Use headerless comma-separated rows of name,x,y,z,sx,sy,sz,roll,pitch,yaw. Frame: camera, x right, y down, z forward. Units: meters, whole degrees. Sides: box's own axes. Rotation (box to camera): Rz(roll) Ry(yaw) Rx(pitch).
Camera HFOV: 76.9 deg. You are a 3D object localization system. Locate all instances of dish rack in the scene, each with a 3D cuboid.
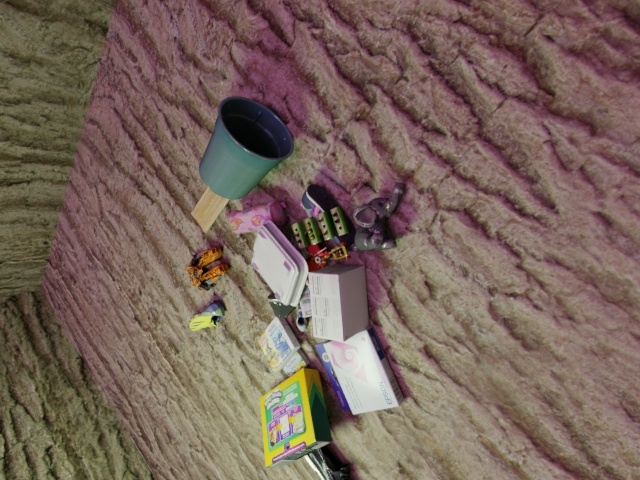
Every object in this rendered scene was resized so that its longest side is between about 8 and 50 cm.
dish rack,-0.194,0.105,1.729,0.333,0.072,0.285,48,138,30

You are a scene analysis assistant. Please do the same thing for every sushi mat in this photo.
sushi mat,-0.561,-0.192,2.081,0.316,0.019,0.151,-47,71,30

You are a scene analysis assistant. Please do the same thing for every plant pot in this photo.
plant pot,-0.343,-0.370,1.737,0.334,0.341,0.341,-44,73,40

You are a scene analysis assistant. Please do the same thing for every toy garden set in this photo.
toy garden set,0.000,0.000,1.584,0.244,0.049,0.203,-20,88,34

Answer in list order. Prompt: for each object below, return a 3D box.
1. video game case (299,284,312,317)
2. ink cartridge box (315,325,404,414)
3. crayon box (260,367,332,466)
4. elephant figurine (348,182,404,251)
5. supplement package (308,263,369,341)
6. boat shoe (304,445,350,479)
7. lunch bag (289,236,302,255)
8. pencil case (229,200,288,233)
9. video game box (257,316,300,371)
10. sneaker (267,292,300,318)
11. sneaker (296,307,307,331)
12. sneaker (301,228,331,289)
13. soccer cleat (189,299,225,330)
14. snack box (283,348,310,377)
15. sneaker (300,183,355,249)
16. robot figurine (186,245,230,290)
video game case,-0.014,0.249,1.745,0.157,0.019,0.143,-13,90,8
ink cartridge box,0.143,0.562,1.705,0.330,0.071,0.324,-28,82,33
crayon box,-0.124,0.801,1.821,0.363,0.106,0.313,-43,42,31
elephant figurine,0.208,-0.084,1.518,0.169,0.186,0.239,155,112,-77
supplement package,0.078,0.239,1.608,0.145,0.204,0.261,1,98,36
boat shoe,0.072,1.032,1.804,0.340,0.127,0.113,43,96,24
lunch bag,-0.114,0.034,1.798,0.083,0.053,0.071,43,118,31
pencil case,-0.288,-0.105,1.856,0.284,0.124,0.124,-10,92,34
video game box,-0.201,0.488,1.914,0.205,0.048,0.187,-54,52,28
sneaker,-0.126,0.295,1.847,0.222,0.083,0.118,-3,118,25
sneaker,-0.088,0.367,1.808,0.052,0.058,0.135,1,126,4
sneaker,-0.012,0.082,1.685,0.119,0.107,0.278,-12,77,26
soccer cleat,-0.618,0.434,2.184,0.289,0.093,0.121,-42,81,32
snack box,-0.122,0.581,1.904,0.100,0.037,0.141,49,121,20
sneaker,0.030,-0.076,1.666,0.319,0.112,0.131,58,143,13
robot figurine,-0.608,0.149,2.131,0.291,0.085,0.211,-30,80,34
